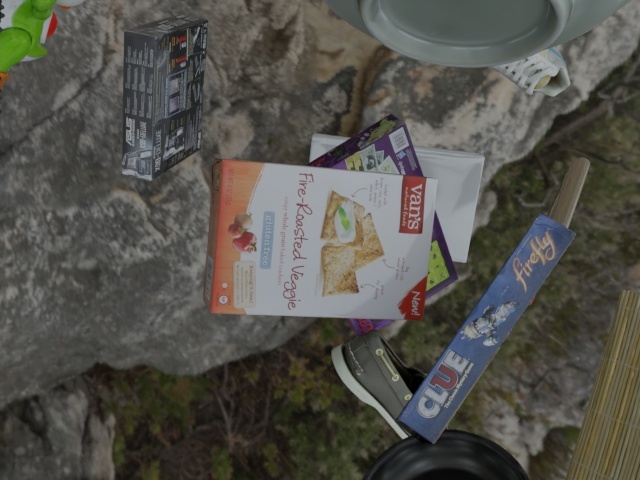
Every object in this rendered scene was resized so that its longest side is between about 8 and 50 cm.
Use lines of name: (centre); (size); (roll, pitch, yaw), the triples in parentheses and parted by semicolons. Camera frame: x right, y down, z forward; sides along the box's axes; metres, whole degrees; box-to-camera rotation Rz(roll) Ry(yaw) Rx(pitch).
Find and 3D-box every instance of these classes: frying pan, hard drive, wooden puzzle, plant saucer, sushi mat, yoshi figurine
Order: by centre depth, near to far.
plant saucer: (0.152, -0.273, 0.821); (0.400, 0.400, 0.100); (15, 75, -30)
frying pan: (0.193, 0.274, 0.830); (0.326, 0.197, 0.053); (-19, 135, 1)
sushi mat: (0.358, 0.215, 0.896); (0.019, 0.151, 0.316); (22, 83, -26)
wooden puzzle: (0.379, 0.005, 1.315); (0.221, 0.044, 0.238); (-56, 169, -41)
yoshi figurine: (-0.537, -0.446, 1.390); (0.362, 0.203, 0.203); (-46, 109, 0)
hard drive: (0.147, -0.088, 1.641); (0.353, 0.047, 0.233); (7, 109, 3)

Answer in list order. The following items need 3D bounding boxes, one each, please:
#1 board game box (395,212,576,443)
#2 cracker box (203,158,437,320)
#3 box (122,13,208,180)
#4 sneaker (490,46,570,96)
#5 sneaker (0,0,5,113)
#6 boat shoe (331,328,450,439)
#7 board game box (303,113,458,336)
board game box: (0.164, 0.098, 0.810); (0.243, 0.042, 0.165); (-53, 168, -9)
cracker box: (0.000, 0.000, 0.825); (0.232, 0.067, 0.155); (3, 96, -16)
box: (-0.331, -0.310, 1.676); (0.076, 0.242, 0.307); (14, 117, 13)
sneaker: (0.306, -0.276, 1.178); (0.229, 0.092, 0.087); (-1, 148, -46)
sneaker: (-0.374, -0.183, 0.778); (0.106, 0.234, 0.078); (0, 150, -18)
boat shoe: (0.143, 0.261, 1.340); (0.091, 0.109, 0.305); (-36, 121, 16)
board game box: (0.089, -0.010, 1.260); (0.208, 0.056, 0.347); (-34, 130, -11)
